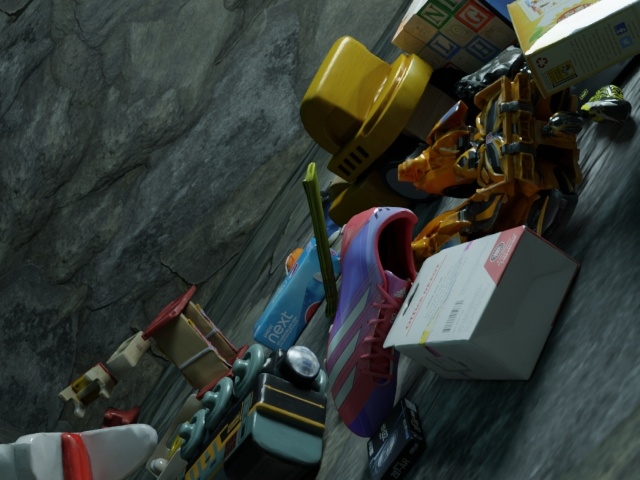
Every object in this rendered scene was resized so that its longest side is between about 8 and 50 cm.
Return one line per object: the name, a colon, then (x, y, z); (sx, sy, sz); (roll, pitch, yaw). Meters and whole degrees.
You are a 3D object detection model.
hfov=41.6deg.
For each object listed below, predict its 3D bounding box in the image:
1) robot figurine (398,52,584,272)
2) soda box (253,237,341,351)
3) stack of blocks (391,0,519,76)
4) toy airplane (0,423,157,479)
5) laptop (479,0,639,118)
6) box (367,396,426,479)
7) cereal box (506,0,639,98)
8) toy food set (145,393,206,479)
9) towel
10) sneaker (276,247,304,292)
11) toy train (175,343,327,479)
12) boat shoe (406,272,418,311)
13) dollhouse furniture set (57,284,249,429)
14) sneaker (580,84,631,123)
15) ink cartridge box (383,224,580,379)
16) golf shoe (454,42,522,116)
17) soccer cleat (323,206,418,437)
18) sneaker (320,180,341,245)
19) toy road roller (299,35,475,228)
robot figurine: (0.166, -0.065, 0.862); (0.291, 0.085, 0.211); (135, 139, -66)
soda box: (-0.040, 0.104, 1.547); (0.210, 0.071, 0.067); (-57, 10, 8)
stack of blocks: (0.244, -0.329, 1.174); (0.087, 0.171, 0.297); (-62, 11, -23)
toy airplane: (-0.248, 0.374, 0.828); (0.386, 0.384, 0.272); (-55, 0, 11)
laptop: (0.288, -0.303, 0.912); (0.234, 0.136, 0.264); (-54, 16, 28)
box: (0.073, 0.201, 0.829); (0.067, 0.018, 0.083); (-55, 10, 15)
cereal box: (0.282, -0.217, 0.707); (0.240, 0.047, 0.173); (-24, 23, 19)
toy food set: (-0.332, 0.472, 1.803); (0.220, 0.092, 0.306); (-57, 10, 7)
towel: (0.000, 0.000, 1.370); (0.102, 0.021, 0.237); (-88, -11, -70)
sneaker: (-0.040, 0.074, 1.726); (0.067, 0.064, 0.175); (-30, 27, 26)
toy train: (-0.103, 0.284, 1.146); (0.334, 0.142, 0.190); (-51, 21, 36)
boat shoe: (0.061, 0.105, 1.046); (0.183, 0.066, 0.066); (-56, 10, 14)
dollhouse furniture set: (-0.376, 0.298, 1.911); (0.374, 0.201, 0.152); (-36, 10, 16)
sneaker: (0.278, -0.135, 0.810); (0.035, 0.031, 0.083); (-57, 10, 5)
ink cartridge box: (0.139, 0.065, 0.782); (0.115, 0.067, 0.198); (-61, 11, -16)
golf shoe: (0.249, -0.214, 1.134); (0.094, 0.077, 0.198); (-42, 10, -6)
soccer cleat: (0.061, 0.084, 0.900); (0.095, 0.083, 0.248); (-16, 67, 55)
sneaker: (0.015, -0.056, 1.729); (0.152, 0.084, 0.058); (-54, 10, 22)
toy road roller: (0.075, -0.173, 1.324); (0.203, 0.240, 0.329); (-62, 10, -25)
